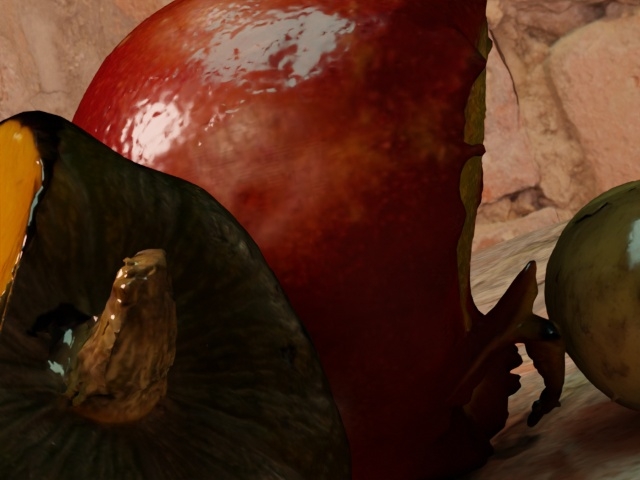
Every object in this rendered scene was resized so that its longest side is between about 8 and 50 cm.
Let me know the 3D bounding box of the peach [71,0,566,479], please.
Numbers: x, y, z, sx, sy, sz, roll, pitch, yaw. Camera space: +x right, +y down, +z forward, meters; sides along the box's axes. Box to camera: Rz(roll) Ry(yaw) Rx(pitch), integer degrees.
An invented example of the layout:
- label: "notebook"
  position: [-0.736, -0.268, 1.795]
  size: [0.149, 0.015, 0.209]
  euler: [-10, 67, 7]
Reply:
- label: "peach"
  position: [-0.016, 0.005, 1.170]
  size: [0.310, 0.335, 0.406]
  euler: [-6, -13, 2]

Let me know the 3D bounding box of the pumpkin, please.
- label: "pumpkin"
  position: [-0.088, 0.098, 0.883]
  size: [0.232, 0.325, 0.242]
  euler: [18, -36, -23]

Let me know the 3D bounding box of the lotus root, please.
- label: "lotus root"
  position: [0.221, 0.030, 1.128]
  size: [0.160, 0.146, 0.284]
  euler: [-33, -1, 1]
